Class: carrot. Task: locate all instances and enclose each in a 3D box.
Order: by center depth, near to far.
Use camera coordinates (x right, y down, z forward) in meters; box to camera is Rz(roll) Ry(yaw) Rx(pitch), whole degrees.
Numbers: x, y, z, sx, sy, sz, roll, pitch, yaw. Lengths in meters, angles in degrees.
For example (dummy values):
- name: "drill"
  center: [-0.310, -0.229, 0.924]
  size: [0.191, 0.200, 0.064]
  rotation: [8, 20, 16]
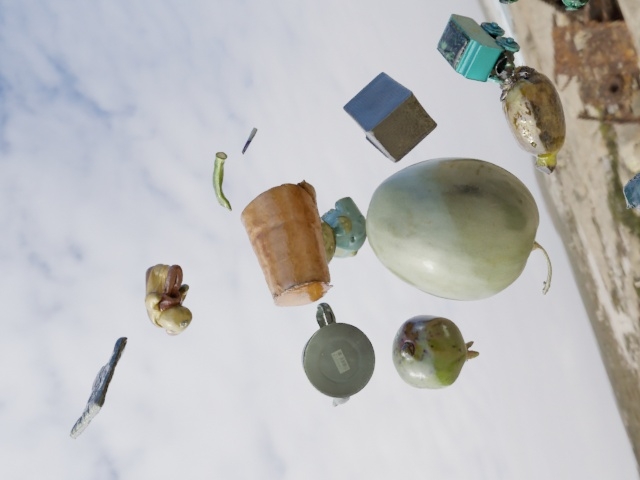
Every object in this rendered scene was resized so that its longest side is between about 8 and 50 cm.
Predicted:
- name: "carrot"
  center: [-0.059, 0.018, 1.556]
  size: [0.196, 0.196, 0.254]
  rotation: [33, -149, -60]

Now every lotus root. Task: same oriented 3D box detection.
- name: "lotus root"
  center: [0.554, -0.319, 1.761]
  size: [0.169, 0.141, 0.314]
  rotation: [-75, -39, -70]

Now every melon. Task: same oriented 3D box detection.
- name: "melon"
  center: [0.236, -0.021, 1.205]
  size: [0.272, 0.308, 0.271]
  rotation: [-9, -90, -84]

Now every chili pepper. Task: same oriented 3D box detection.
- name: "chili pepper"
  center: [-0.315, -0.183, 2.158]
  size: [0.052, 0.050, 0.201]
  rotation: [-132, 36, -52]

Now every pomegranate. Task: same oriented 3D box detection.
- name: "pomegranate"
  center: [0.305, 0.282, 1.755]
  size: [0.198, 0.246, 0.198]
  rotation: [175, 90, -79]

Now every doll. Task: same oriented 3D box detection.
- name: "doll"
  center: [0.000, 0.000, 1.906]
  size: [0.261, 0.177, 0.161]
  rotation: [-21, -104, -41]

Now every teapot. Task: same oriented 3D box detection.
- name: "teapot"
  center: [0.025, 0.258, 1.542]
  size: [0.149, 0.162, 0.239]
  rotation: [146, 114, -75]

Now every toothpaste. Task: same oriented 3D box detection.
- name: "toothpaste"
  center: [-0.201, -0.280, 1.922]
  size: [0.083, 0.015, 0.024]
  rotation: [-63, -10, -12]

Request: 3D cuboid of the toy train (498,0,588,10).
- name: "toy train"
  center: [0.300, -0.370, 0.910]
  size: [0.070, 0.172, 0.099]
  rotation: [33, -106, -61]

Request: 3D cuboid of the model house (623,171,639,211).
- name: "model house"
  center: [0.575, -0.169, 0.990]
  size: [0.253, 0.184, 0.291]
  rotation: [0, -80, -49]

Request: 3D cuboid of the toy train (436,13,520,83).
- name: "toy train"
  center: [0.358, -0.434, 1.549]
  size: [0.154, 0.107, 0.198]
  rotation: [3, -140, -24]

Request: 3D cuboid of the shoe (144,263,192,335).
- name: "shoe"
  center: [-0.234, 0.088, 1.039]
  size: [0.072, 0.069, 0.109]
  rotation: [18, -116, -45]

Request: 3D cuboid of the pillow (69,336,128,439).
- name: "pillow"
  center: [-0.525, 0.352, 1.625]
  size: [0.034, 0.255, 0.189]
  rotation: [26, -132, -14]

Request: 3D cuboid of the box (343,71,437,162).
- name: "box"
  center: [0.208, -0.384, 2.112]
  size: [0.143, 0.184, 0.273]
  rotation: [43, -172, -31]
